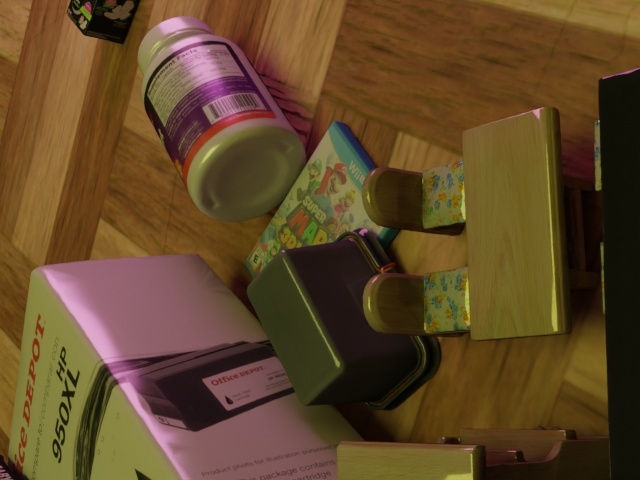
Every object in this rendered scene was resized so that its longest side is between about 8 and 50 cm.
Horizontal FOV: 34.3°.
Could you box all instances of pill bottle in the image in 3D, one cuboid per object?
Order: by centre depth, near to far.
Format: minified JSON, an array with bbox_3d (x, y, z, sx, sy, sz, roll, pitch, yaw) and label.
[{"bbox_3d":[-0.098,-0.117,0.937,0.108,0.108,0.193,-57,46,29],"label":"pill bottle"}]

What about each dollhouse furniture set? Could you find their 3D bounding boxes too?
[{"bbox_3d":[0.104,0.041,0.627,0.212,0.161,0.242,-12,76,49],"label":"dollhouse furniture set"}]

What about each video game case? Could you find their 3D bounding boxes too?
[{"bbox_3d":[0.000,0.000,0.875,0.166,0.015,0.119,-56,46,29],"label":"video game case"}]

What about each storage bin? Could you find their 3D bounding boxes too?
[{"bbox_3d":[0.014,0.059,0.776,0.098,0.091,0.135,-47,61,35],"label":"storage bin"}]

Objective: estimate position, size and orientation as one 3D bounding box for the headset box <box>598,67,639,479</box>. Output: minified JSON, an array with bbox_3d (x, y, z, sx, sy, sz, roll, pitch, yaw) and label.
[{"bbox_3d":[0.262,0.051,0.459,0.246,0.131,0.283,-7,80,50],"label":"headset box"}]

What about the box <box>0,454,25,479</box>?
[{"bbox_3d":[-0.252,0.358,0.820,0.293,0.073,0.295,16,101,57],"label":"box"}]

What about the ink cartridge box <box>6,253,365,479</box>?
[{"bbox_3d":[-0.108,0.228,0.829,0.395,0.166,0.285,42,126,45],"label":"ink cartridge box"}]

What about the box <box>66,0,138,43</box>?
[{"bbox_3d":[-0.245,-0.278,1.182,0.062,0.052,0.083,48,120,41],"label":"box"}]
